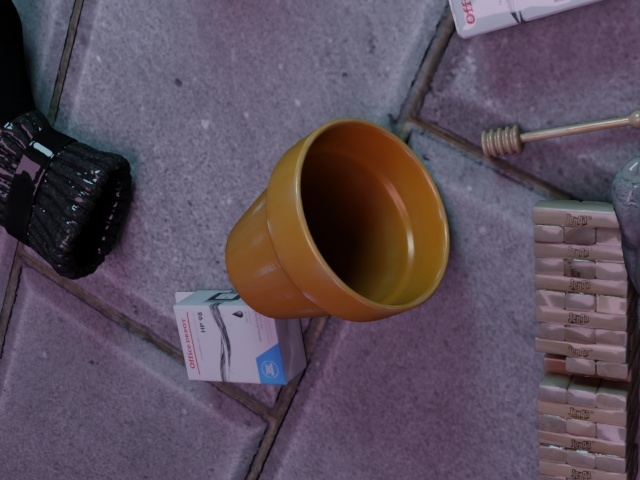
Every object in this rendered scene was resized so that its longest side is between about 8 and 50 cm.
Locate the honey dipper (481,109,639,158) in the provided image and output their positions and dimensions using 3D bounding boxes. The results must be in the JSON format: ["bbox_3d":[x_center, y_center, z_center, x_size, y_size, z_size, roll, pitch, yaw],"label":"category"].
[{"bbox_3d":[0.241,-0.107,0.909,0.161,0.030,0.030,-7,103,24],"label":"honey dipper"}]

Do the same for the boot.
[{"bbox_3d":[-0.358,-0.143,1.133,0.260,0.131,0.347,27,128,24],"label":"boot"}]

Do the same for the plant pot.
[{"bbox_3d":[0.000,0.000,0.979,0.188,0.205,0.205,-26,94,46],"label":"plant pot"}]

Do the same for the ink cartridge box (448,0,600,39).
[{"bbox_3d":[0.195,-0.262,0.858,0.151,0.063,0.109,-10,102,30],"label":"ink cartridge box"}]

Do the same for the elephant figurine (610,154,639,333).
[{"bbox_3d":[0.371,-0.054,0.803,0.186,0.239,0.169,-9,120,55],"label":"elephant figurine"}]

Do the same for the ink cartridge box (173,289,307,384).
[{"bbox_3d":[-0.115,0.119,1.143,0.180,0.060,0.104,-2,106,27],"label":"ink cartridge box"}]

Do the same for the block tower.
[{"bbox_3d":[0.272,0.117,0.931,0.091,0.097,0.335,4,110,26],"label":"block tower"}]
